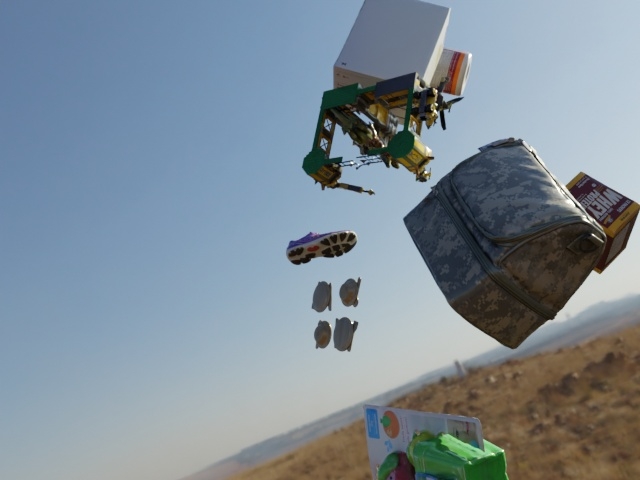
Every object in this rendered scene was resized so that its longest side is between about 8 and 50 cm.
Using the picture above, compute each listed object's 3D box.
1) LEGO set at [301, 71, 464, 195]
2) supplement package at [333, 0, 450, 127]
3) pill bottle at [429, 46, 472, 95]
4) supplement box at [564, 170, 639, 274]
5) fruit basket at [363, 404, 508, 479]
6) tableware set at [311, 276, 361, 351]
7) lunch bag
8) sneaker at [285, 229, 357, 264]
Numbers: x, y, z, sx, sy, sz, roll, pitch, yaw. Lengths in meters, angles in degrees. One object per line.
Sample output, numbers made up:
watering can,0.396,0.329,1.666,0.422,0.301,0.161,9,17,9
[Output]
LEGO set,0.140,-0.208,1.508,0.332,0.254,0.192,-15,-30,35
supplement package,0.168,-0.433,1.680,0.204,0.261,0.145,18,-26,11
pill bottle,0.294,-0.478,1.953,0.221,0.121,0.121,16,-6,13
supplement box,0.754,-0.049,1.983,0.129,0.191,0.194,-39,-32,-21
fruit basket,0.200,0.493,1.379,0.166,0.326,0.353,-5,-4,-39
tableware set,0.027,0.143,1.364,0.020,0.141,0.169,13,-13,-30
lunch bag,0.316,-0.014,1.219,0.213,0.305,0.256,35,-69,-30
sneaker,0.000,0.000,1.645,0.170,0.071,0.068,-12,-50,9
